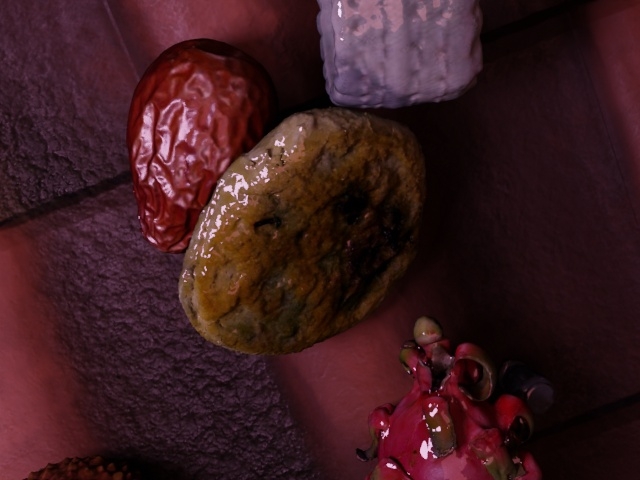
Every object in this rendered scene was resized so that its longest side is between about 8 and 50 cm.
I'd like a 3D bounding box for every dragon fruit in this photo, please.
[{"bbox_3d":[0.158,0.233,1.093,0.198,0.218,0.272,9,102,-47],"label":"dragon fruit"}]

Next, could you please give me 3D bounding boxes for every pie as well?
[{"bbox_3d":[0.000,0.000,1.026,0.323,0.070,0.323,-16,127,-23],"label":"pie"}]

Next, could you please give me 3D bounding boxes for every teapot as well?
[{"bbox_3d":[0.260,0.183,1.135,0.064,0.083,0.049,26,96,-15],"label":"teapot"}]

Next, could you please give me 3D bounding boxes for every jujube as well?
[{"bbox_3d":[-0.139,-0.103,1.024,0.168,0.168,0.236,17,108,-6],"label":"jujube"}]

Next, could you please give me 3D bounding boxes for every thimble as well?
[{"bbox_3d":[0.080,-0.265,0.974,0.172,0.205,0.250,-6,81,-2],"label":"thimble"}]

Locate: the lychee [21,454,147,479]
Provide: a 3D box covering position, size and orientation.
[{"bbox_3d":[-0.296,0.383,1.055,0.272,0.271,0.271,-1,101,-3],"label":"lychee"}]
